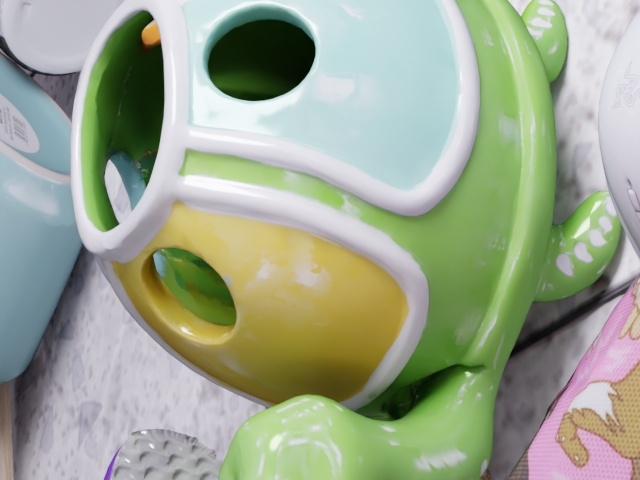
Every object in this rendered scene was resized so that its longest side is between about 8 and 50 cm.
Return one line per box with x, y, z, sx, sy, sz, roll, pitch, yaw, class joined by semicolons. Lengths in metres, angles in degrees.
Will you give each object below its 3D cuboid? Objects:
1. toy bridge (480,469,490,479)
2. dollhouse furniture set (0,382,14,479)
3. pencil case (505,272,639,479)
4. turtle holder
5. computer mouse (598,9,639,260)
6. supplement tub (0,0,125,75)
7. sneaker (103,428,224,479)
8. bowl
0.040;0.185;0.972;0.188;0.026;0.063;-55;41;34;toy bridge
-0.413;0.222;1.572;0.394;0.256;0.362;111;155;-60;dollhouse furniture set
0.182;0.051;0.641;0.386;0.160;0.167;-63;-9;24;pencil case
-0.009;-0.005;0.908;0.243;0.227;0.320;-4;76;58;turtle holder
0.152;-0.007;0.764;0.106;0.042;0.193;16;122;58;computer mouse
-0.246;-0.220;1.454;0.190;0.117;0.117;42;117;50;supplement tub
-0.114;0.272;1.123;0.146;0.102;0.293;-42;48;46;sneaker
-0.296;-0.054;1.371;0.163;0.311;0.311;-45;42;14;bowl
